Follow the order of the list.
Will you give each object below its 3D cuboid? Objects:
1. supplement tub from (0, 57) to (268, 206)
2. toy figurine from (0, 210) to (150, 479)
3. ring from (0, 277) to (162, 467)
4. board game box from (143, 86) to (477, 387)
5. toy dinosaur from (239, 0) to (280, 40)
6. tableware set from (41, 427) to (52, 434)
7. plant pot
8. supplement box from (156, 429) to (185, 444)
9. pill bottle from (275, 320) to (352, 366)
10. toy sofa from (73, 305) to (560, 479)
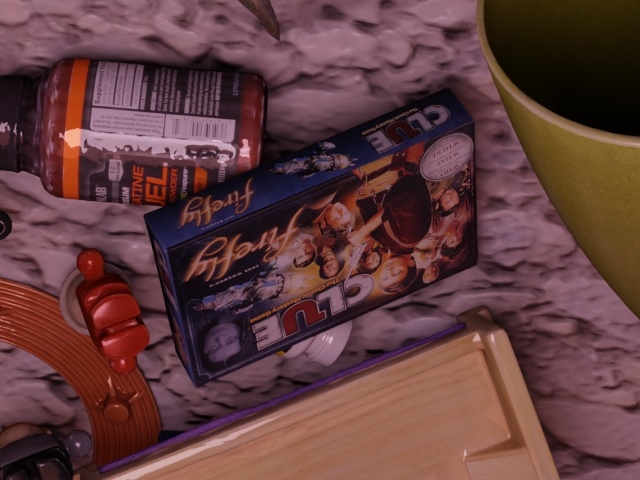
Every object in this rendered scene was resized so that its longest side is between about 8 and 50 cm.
[{"bbox_3d":[-0.140,-0.078,1.373,0.197,0.106,0.106,4,122,-3],"label":"supplement tub"},{"bbox_3d":[-0.251,0.084,1.420,0.213,0.148,0.210,23,92,-18],"label":"toy figurine"},{"bbox_3d":[-0.300,0.172,1.573,0.336,0.032,0.337,0,121,0],"label":"ring"},{"bbox_3d":[0.000,0.000,1.379,0.243,0.042,0.165,-24,142,-13],"label":"board game box"},{"bbox_3d":[-0.112,-0.274,1.261,0.160,0.121,0.313,-15,127,23],"label":"toy dinosaur"},{"bbox_3d":[-0.304,0.216,1.562,0.194,0.039,0.128,-8,111,-2],"label":"tableware set"},{"bbox_3d":[0.265,-0.067,1.312,0.274,0.275,0.293,-11,137,6],"label":"plant pot"},{"bbox_3d":[-0.100,0.210,1.575,0.083,0.056,0.083,5,123,-17],"label":"supplement box"},{"bbox_3d":[-0.036,0.054,1.480,0.116,0.065,0.065,26,118,-17],"label":"pill bottle"},{"bbox_3d":[-0.006,0.186,1.484,0.362,0.177,0.150,-22,97,-5],"label":"toy sofa"}]
